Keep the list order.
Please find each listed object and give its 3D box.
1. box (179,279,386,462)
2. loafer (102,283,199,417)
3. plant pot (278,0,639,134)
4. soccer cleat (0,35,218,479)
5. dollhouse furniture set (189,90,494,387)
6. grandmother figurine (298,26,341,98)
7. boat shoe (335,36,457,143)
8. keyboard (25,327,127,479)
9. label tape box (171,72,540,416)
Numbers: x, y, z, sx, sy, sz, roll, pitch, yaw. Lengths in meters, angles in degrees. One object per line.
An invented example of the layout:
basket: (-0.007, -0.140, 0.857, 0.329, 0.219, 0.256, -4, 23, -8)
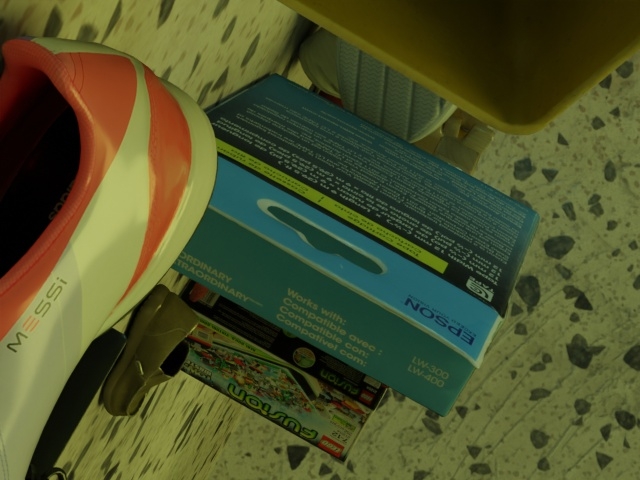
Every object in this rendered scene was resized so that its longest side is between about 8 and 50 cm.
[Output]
box: (-0.046, 0.122, 1.430, 0.036, 0.207, 0.114, -58, 174, -36)
loafer: (-0.140, 0.101, 1.256, 0.056, 0.050, 0.148, -56, 173, -46)
plant pot: (0.068, -0.207, 0.594, 0.212, 0.212, 0.187, -41, -149, 43)
soccer cleat: (-0.158, 0.061, 0.618, 0.318, 0.108, 0.116, -59, 155, 0)
dollhouse furniture set: (0.035, -0.048, 1.458, 0.374, 0.201, 0.152, -66, -178, -61)
grandmother figurine: (0.078, -0.231, 1.397, 0.342, 0.104, 0.208, -53, 177, -46)
boat shoe: (0.102, -0.236, 1.199, 0.119, 0.121, 0.335, -48, 156, -58)
keyboard: (-0.210, 0.187, 0.909, 0.317, 0.033, 0.201, -61, -163, -11)
label tape box: (0.011, 0.007, 1.084, 0.115, 0.249, 0.348, -63, 175, 21)
